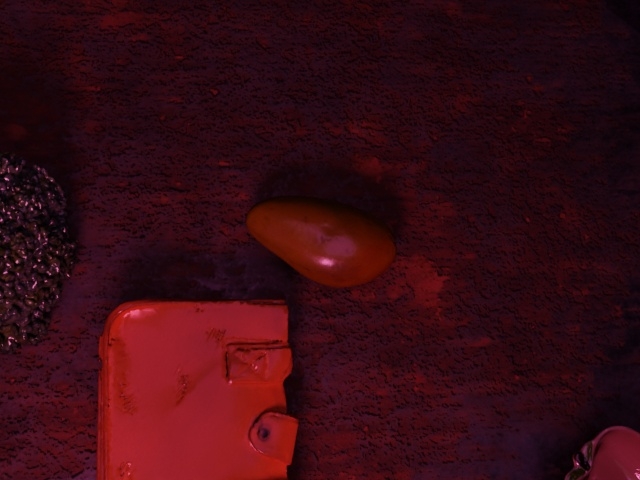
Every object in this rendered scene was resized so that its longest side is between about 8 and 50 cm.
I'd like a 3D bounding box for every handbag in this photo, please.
[{"bbox_3d":[-0.183,0.292,1.443,0.303,0.116,0.410,1,77,-11],"label":"handbag"}]

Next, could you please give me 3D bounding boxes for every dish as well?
[{"bbox_3d":[0.470,0.411,1.557,0.213,0.090,0.213,3,78,-13],"label":"dish"}]

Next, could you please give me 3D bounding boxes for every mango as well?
[{"bbox_3d":[0.000,0.000,1.550,0.253,0.113,0.139,16,74,-5],"label":"mango"}]

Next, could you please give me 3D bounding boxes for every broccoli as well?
[{"bbox_3d":[-0.495,0.009,1.433,0.245,0.248,0.288,16,82,30],"label":"broccoli"}]
